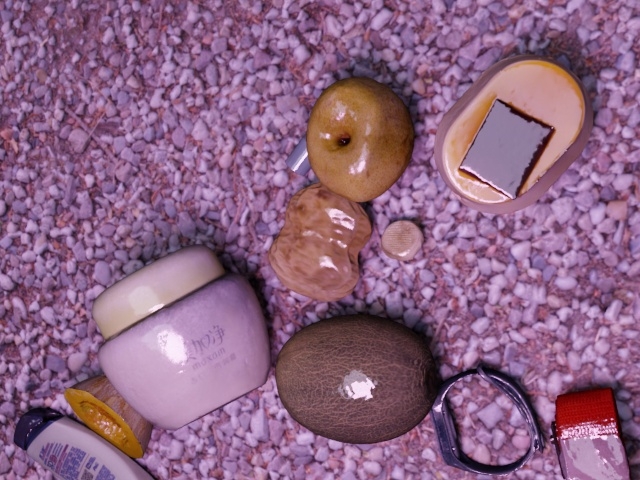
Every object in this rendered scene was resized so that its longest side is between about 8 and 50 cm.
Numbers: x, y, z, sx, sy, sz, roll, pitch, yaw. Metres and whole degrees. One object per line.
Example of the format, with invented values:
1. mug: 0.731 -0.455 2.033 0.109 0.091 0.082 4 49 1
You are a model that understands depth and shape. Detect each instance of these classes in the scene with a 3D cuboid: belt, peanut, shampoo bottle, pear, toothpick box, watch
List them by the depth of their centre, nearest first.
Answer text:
1. belt: 0.469 0.362 1.442 0.124 0.128 0.200 -12 90 20
2. pear: 0.077 -0.184 1.520 0.188 0.211 0.228 1 93 28
3. watch: 0.305 0.332 1.534 0.193 0.068 0.206 -13 91 16
4. shampoo bottle: -0.262 0.191 1.594 0.323 0.322 0.317 -27 92 18
5. peanut: 0.000 0.000 1.604 0.197 0.110 0.233 22 99 22
6. toothpick box: -0.026 -0.174 1.637 0.052 0.052 0.083 43 106 13
7. shampoo bottle: -0.515 0.487 1.820 0.360 0.078 0.134 29 106 16

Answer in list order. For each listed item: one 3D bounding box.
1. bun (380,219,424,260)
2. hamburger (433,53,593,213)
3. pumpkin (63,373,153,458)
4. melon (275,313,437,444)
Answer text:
1. bun: 0.159 0.003 1.576 0.086 0.055 0.086 -11 61 20
2. hamburger: 0.338 -0.187 1.460 0.227 0.151 0.295 45 101 7
3. pumpkin: -0.432 0.357 1.762 0.217 0.217 0.110 32 61 16
4. melon: 0.061 0.255 1.526 0.302 0.237 0.237 -3 91 25
